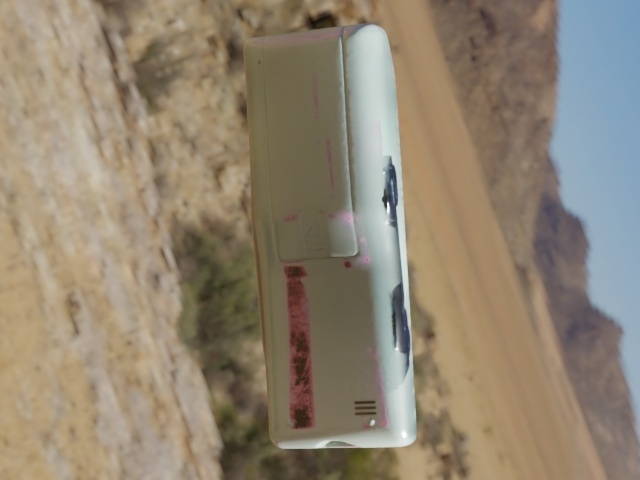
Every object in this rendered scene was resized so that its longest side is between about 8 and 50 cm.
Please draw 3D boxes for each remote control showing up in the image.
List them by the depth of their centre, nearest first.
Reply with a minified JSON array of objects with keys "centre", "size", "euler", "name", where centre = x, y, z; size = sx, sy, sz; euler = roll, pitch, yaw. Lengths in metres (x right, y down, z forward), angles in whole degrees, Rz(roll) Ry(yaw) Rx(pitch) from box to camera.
[{"centre":[0.000,0.000,0.626],"size":[0.029,0.065,0.166],"euler":[-1,87,-68],"name":"remote control"}]
